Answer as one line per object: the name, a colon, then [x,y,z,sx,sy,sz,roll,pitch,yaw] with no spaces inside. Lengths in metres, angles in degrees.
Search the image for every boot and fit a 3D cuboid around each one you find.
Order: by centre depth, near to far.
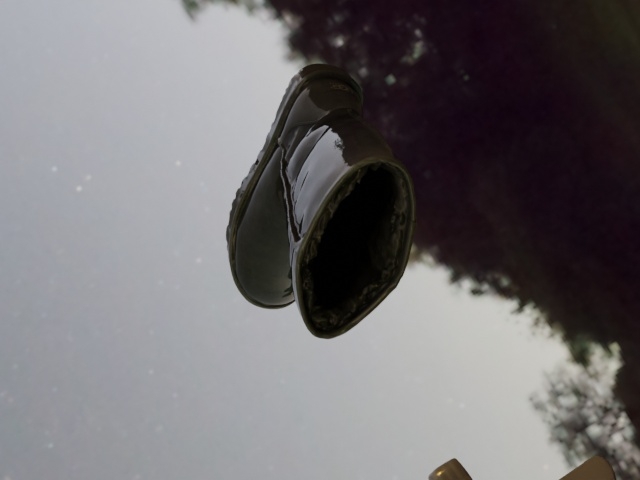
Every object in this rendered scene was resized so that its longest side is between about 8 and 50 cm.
boot: [-0.002,0.001,0.685,0.076,0.189,0.208,6,-154,-16]

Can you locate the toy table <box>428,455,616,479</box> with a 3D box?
toy table: [0.155,0.290,0.881,0.161,0.274,0.252,50,157,45]
